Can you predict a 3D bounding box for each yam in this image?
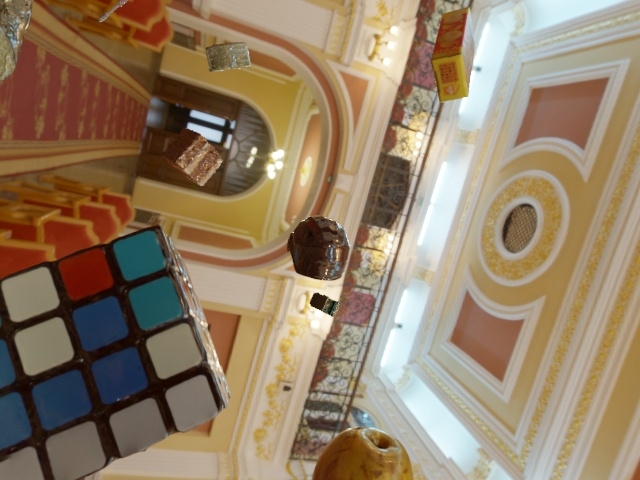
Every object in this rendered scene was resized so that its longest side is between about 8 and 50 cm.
[{"bbox_3d":[-0.519,-0.352,0.696,0.107,0.107,0.183,123,-35,-47],"label":"yam"}]

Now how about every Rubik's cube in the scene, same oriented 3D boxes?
[{"bbox_3d":[-0.173,0.098,0.369,0.155,0.154,0.151,123,-55,-73],"label":"Rubik's cube"}]

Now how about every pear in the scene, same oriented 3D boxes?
[{"bbox_3d":[0.105,0.617,1.109,0.281,0.280,0.281,-167,-90,-73],"label":"pear"}]

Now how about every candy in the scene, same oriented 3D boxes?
[{"bbox_3d":[0.394,-0.547,1.297,0.088,0.146,0.276,-3,-133,28],"label":"candy"}]

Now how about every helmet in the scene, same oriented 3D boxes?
[{"bbox_3d":[0.000,0.000,1.660,0.305,0.225,0.177,-110,-151,-43],"label":"helmet"}]

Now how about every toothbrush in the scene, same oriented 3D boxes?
[{"bbox_3d":[-0.566,-0.693,1.273,0.194,0.014,0.017,-40,-150,-2],"label":"toothbrush"}]

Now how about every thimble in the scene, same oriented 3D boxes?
[{"bbox_3d":[-0.236,-0.468,1.125,0.084,0.110,0.062,-142,-139,-63],"label":"thimble"}]

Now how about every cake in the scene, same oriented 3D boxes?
[{"bbox_3d":[-0.421,-0.273,1.465,0.135,0.147,0.134,-51,-136,-11],"label":"cake"}]

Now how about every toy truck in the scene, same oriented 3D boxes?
[{"bbox_3d":[0.013,0.238,1.656,0.147,0.079,0.065,12,-103,65],"label":"toy truck"}]
